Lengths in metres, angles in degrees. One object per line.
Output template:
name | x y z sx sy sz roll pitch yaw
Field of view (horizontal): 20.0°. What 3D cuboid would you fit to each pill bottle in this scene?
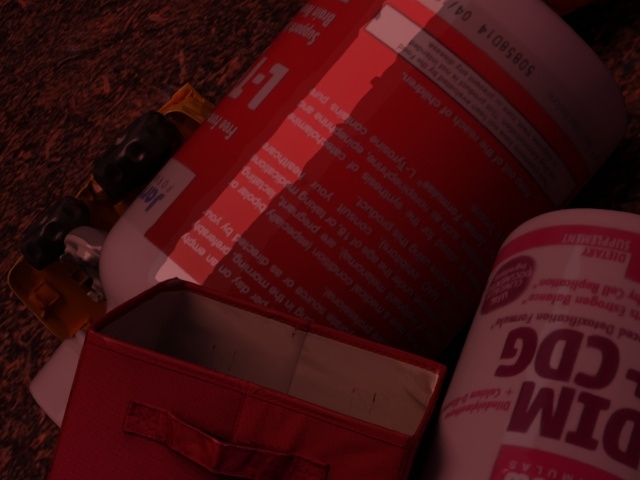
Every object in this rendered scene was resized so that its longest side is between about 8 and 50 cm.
pill bottle | 0.133 0.137 0.976 0.160 0.160 0.283 -12 46 45
pill bottle | 0.000 0.000 1.233 0.407 0.229 0.229 -49 30 -4

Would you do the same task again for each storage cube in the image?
storage cube | -0.049 0.149 1.022 0.215 0.184 0.193 -42 -31 -77

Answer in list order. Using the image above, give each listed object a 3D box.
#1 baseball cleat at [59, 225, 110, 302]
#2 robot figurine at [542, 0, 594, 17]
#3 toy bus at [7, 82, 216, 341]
baseball cleat | -0.099 0.029 1.420 0.206 0.072 0.109 32 66 16
robot figurine | 0.138 -0.218 1.366 0.219 0.158 0.128 -20 27 46
toy bus | -0.145 -0.027 1.550 0.220 0.149 0.211 -43 18 13
